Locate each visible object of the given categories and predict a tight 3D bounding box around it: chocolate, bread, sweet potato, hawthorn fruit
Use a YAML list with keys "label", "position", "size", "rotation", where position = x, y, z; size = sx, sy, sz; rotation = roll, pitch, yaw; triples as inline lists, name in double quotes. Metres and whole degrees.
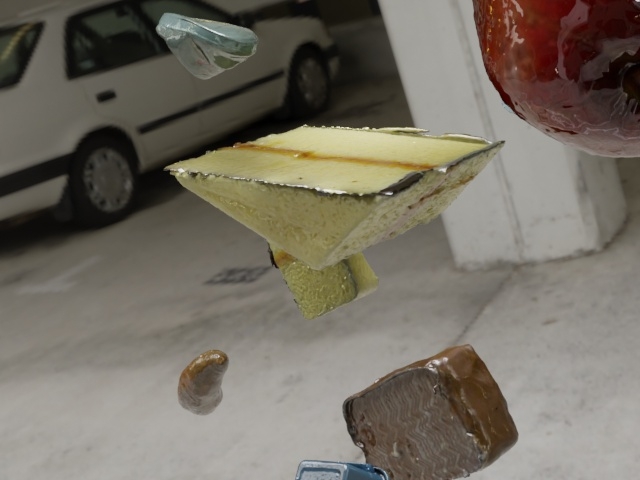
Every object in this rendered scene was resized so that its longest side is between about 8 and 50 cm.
- label: "chocolate"
  position: [0.131, 0.219, 1.259]
  size: [0.093, 0.148, 0.214]
  rotation: [-20, -10, -36]
- label: "bread"
  position: [0.021, -0.139, 1.724]
  size: [0.345, 0.405, 0.242]
  rotation: [-38, -18, -46]
- label: "bread"
  position: [0.000, 0.000, 1.954]
  size: [0.178, 0.266, 0.142]
  rotation: [-23, -7, -29]
- label: "sweet potato"
  position: [-0.227, 0.279, 2.010]
  size: [0.097, 0.097, 0.292]
  rotation: [-23, -14, -19]
- label: "hawthorn fruit"
  position: [0.272, -0.205, 0.936]
  size: [0.284, 0.285, 0.369]
  rotation: [-12, 38, 22]

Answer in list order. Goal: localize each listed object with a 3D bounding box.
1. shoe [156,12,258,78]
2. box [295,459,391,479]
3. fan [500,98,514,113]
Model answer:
- label: "shoe"
  position: [-0.194, -0.316, 1.723]
  size: [0.103, 0.100, 0.251]
  rotation: [3, 16, -35]
- label: "box"
  position: [0.009, 0.228, 0.865]
  size: [0.074, 0.054, 0.099]
  rotation: [-5, 61, 39]
- label: "fan"
  position: [0.364, -0.243, 1.674]
  size: [0.175, 0.005, 0.113]
  rotation: [20, 74, 47]
